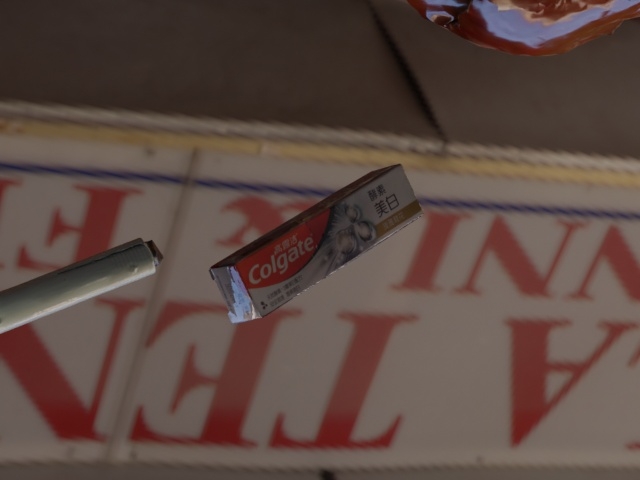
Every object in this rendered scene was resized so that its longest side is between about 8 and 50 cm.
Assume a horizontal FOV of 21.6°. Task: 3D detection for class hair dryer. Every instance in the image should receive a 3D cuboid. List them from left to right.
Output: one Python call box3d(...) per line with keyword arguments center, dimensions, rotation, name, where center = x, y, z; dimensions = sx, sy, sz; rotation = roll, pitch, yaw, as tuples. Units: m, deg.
box3d(center=(-0.238, 0.056, 1.423), dimensions=(0.236, 0.073, 0.131), rotation=(-19, -161, -19), name="hair dryer")

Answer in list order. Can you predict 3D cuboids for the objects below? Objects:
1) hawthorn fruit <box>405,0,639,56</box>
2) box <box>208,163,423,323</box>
box3d(center=(0.099, -0.243, 0.837), dimensions=(0.211, 0.211, 0.299), rotation=(-21, -85, -43), name="hawthorn fruit")
box3d(center=(0.000, 0.000, 1.437), dimensions=(0.218, 0.040, 0.055), rotation=(-31, -79, -40), name="box")
